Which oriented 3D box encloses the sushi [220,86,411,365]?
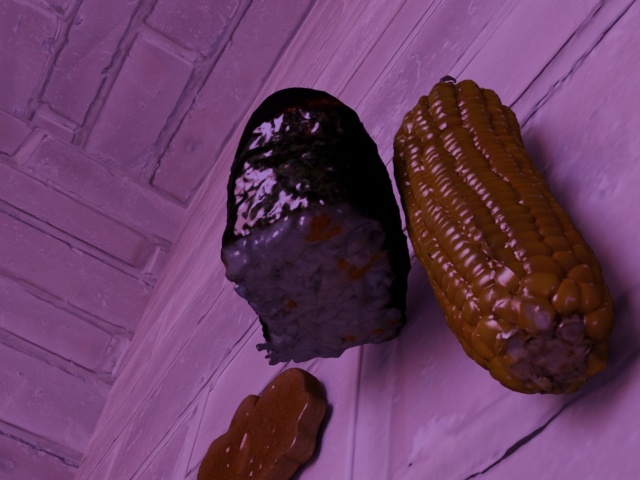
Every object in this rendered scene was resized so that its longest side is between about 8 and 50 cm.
[{"bbox_3d":[0.000,0.000,0.584,0.225,0.136,0.126,78,180,-51],"label":"sushi"}]

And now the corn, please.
[{"bbox_3d":[0.100,-0.017,0.487,0.102,0.102,0.313,-54,15,25],"label":"corn"}]

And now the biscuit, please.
[{"bbox_3d":[-0.060,0.207,0.748,0.225,0.036,0.166,-50,19,29],"label":"biscuit"}]
